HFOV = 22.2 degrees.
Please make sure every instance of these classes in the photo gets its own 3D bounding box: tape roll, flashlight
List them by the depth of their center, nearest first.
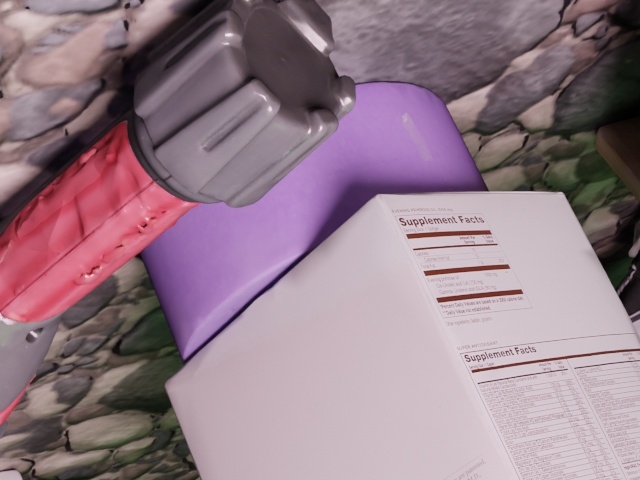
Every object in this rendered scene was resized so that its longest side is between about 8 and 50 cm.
[{"bbox_3d":[-0.118,0.005,0.747,0.304,0.103,0.103,-36,153,31],"label":"flashlight"},{"bbox_3d":[0.000,0.000,0.888,0.189,0.080,0.189,-21,158,-9],"label":"tape roll"}]

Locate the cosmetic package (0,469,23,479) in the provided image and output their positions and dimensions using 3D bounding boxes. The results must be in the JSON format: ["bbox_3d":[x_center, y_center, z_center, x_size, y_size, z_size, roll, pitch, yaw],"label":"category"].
[{"bbox_3d":[-0.218,0.289,1.121,0.085,0.231,0.117,-12,155,-29],"label":"cosmetic package"}]

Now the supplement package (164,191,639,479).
[{"bbox_3d":[0.060,0.110,0.821,0.149,0.203,0.194,-2,150,-45],"label":"supplement package"}]

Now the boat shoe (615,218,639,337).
[{"bbox_3d":[0.277,0.008,1.162,0.113,0.105,0.306,-8,157,-34],"label":"boat shoe"}]

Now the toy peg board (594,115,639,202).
[{"bbox_3d":[0.278,-0.052,0.974,0.160,0.161,0.079,-15,139,-22],"label":"toy peg board"}]
